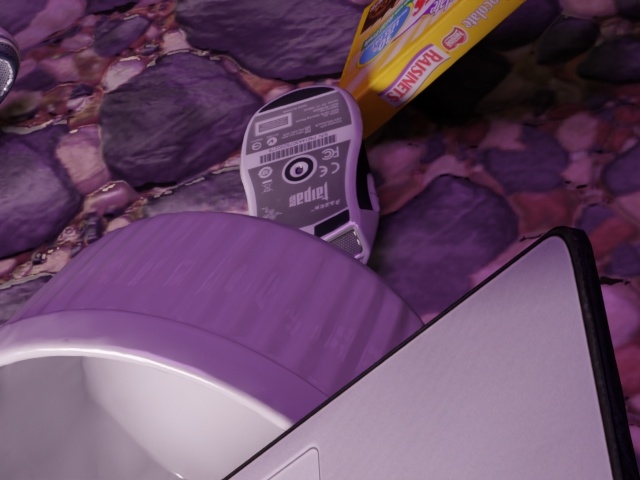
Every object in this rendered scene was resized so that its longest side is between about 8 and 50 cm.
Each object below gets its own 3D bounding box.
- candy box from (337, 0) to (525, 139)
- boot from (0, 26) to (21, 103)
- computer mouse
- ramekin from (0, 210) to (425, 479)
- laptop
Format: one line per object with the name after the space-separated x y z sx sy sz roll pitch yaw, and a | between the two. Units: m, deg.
0.078 -0.138 0.912 0.206 0.027 0.105 -40 26 44 | candy box
-0.233 -0.042 1.019 0.190 0.069 0.086 -44 51 -11 | boot
0.000 0.000 0.880 0.106 0.042 0.193 -15 47 16 | computer mouse
-0.039 0.085 0.688 0.207 0.207 0.109 1 37 26 | ramekin
-0.116 0.208 0.425 0.382 0.236 0.408 -40 38 35 | laptop
